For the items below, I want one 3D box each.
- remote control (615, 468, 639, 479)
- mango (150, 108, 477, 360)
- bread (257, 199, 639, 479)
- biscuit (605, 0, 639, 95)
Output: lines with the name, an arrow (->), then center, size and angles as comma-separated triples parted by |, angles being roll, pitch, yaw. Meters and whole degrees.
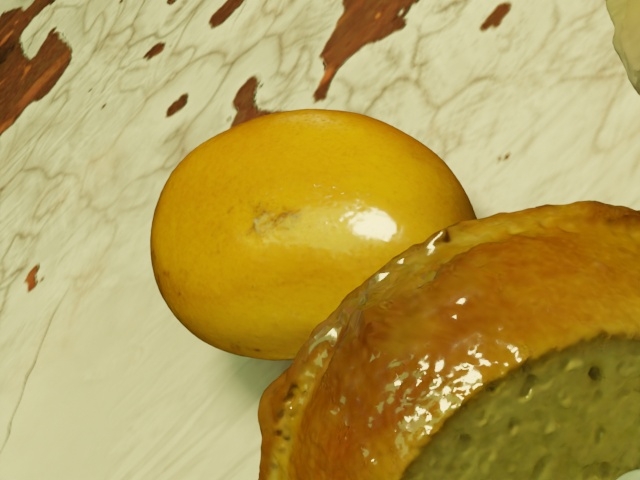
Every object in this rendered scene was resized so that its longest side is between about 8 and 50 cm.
remote control -> 0.159, 0.187, 0.587 | 0.140, 0.056, 0.296 | -55, 32, -1
mango -> 0.000, 0.000, 0.958 | 0.219, 0.112, 0.145 | 9, 64, 43
bread -> 0.057, 0.076, 0.769 | 0.260, 0.134, 0.129 | -48, 32, 7
biscuit -> 0.294, -0.156, 0.722 | 0.446, 0.104, 0.429 | -35, 35, 26
